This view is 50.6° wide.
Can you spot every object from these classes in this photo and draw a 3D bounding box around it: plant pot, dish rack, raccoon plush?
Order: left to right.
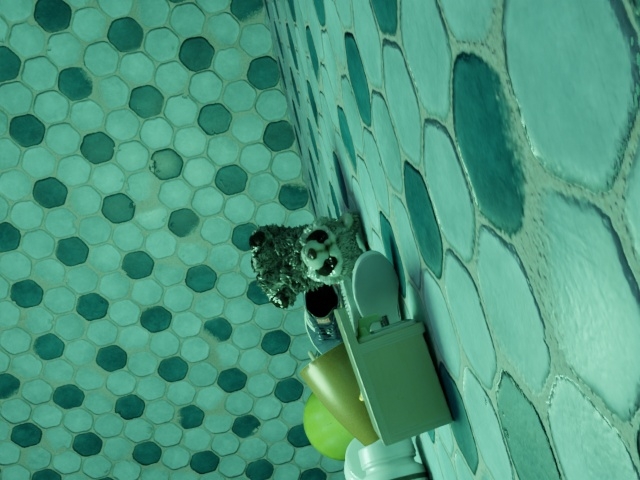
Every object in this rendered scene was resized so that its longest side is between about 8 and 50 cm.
[{"bbox_3d":[0.000,0.000,1.798,0.446,0.299,0.216,-66,-44,-67],"label":"raccoon plush"},{"bbox_3d":[0.093,0.150,1.996,0.333,0.072,0.286,80,174,-55],"label":"dish rack"},{"bbox_3d":[0.108,0.554,2.180,0.293,0.274,0.275,121,137,-63],"label":"plant pot"},{"bbox_3d":[0.106,0.405,1.797,0.254,0.237,0.237,60,172,17],"label":"plant pot"}]

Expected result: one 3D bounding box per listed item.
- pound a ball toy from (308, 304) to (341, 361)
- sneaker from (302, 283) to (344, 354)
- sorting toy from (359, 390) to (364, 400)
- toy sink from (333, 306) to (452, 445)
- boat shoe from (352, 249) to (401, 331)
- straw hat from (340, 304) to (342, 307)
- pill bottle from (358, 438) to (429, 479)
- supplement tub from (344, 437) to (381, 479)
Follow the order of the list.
[{"bbox_3d":[0.023,0.334,2.428,0.319,0.208,0.136,50,163,59],"label":"pound a ball toy"},{"bbox_3d":[0.009,0.233,2.066,0.148,0.131,0.350,-99,-4,-65],"label":"sneaker"},{"bbox_3d":[0.130,0.367,1.677,0.075,0.044,0.084,19,-112,-61],"label":"sorting toy"},{"bbox_3d":[0.123,0.209,1.168,0.153,0.131,0.234,102,149,-83],"label":"toy sink"},{"bbox_3d":[0.110,0.124,1.342,0.084,0.095,0.258,-119,15,-61],"label":"boat shoe"},{"bbox_3d":[0.101,0.226,2.291,0.144,0.061,0.145,165,90,-88],"label":"straw hat"},{"bbox_3d":[0.188,0.618,1.581,0.161,0.161,0.284,82,173,-64],"label":"pill bottle"},{"bbox_3d":[0.174,0.720,2.041,0.191,0.191,0.272,-108,4,-48],"label":"supplement tub"}]
